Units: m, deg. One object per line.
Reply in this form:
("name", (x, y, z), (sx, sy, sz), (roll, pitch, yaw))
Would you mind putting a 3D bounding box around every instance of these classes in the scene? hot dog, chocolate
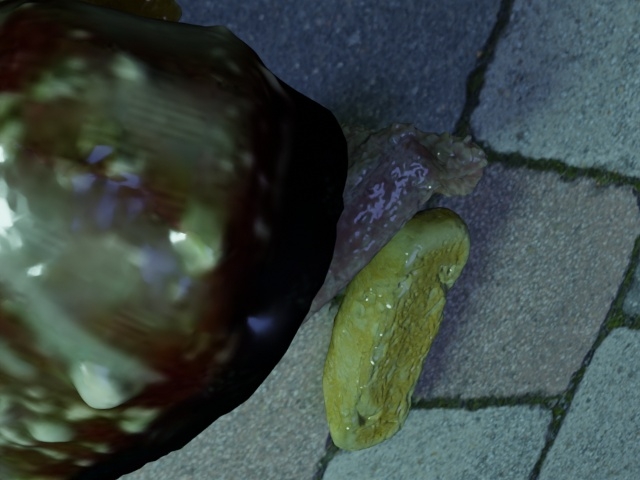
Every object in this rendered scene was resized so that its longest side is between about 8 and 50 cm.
("hot dog", (0.056, 0.072, 0.973), (0.084, 0.073, 0.242), (-8, 127, -35))
("chocolate", (-0.171, -0.002, 0.617), (0.210, 0.225, 0.340), (25, 140, -36))

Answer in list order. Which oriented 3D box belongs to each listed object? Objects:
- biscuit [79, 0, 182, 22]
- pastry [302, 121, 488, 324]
("biscuit", (-0.176, -0.180, 0.663), (0.212, 0.041, 0.239), (-51, 135, 7))
("pastry", (-0.004, -0.010, 0.859), (0.265, 0.112, 0.103), (-34, 144, -2))
